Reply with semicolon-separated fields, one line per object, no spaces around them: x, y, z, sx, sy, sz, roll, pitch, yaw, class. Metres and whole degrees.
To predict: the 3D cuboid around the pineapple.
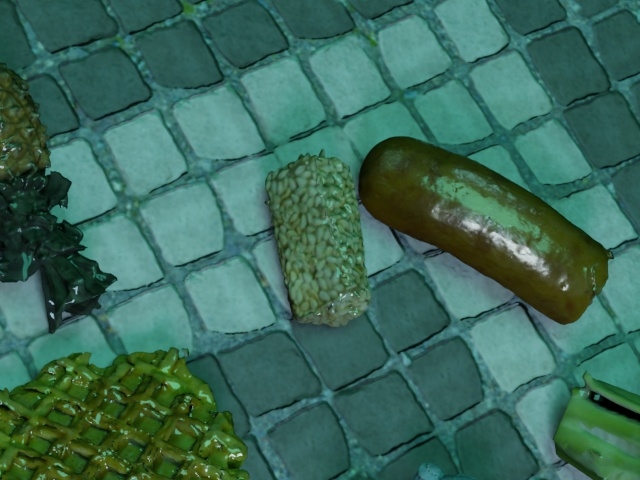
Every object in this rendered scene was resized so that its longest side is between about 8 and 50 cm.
-0.278;-0.038;1.760;0.128;0.128;0.248;-26;82;-29;pineapple

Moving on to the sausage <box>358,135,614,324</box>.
0.163;-0.016;1.931;0.270;0.109;0.109;29;59;-3;sausage

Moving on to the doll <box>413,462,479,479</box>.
0.152;0.274;1.764;0.120;0.075;0.180;39;11;-28;doll

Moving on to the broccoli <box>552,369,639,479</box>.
0.383;0.254;1.836;0.249;0.302;0.375;31;85;-30;broccoli

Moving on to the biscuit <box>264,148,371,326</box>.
0.000;0.000;1.874;0.070;0.082;0.168;11;59;-45;biscuit

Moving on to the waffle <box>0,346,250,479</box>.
-0.183;0.198;1.693;0.254;0.052;0.245;-12;52;-27;waffle
